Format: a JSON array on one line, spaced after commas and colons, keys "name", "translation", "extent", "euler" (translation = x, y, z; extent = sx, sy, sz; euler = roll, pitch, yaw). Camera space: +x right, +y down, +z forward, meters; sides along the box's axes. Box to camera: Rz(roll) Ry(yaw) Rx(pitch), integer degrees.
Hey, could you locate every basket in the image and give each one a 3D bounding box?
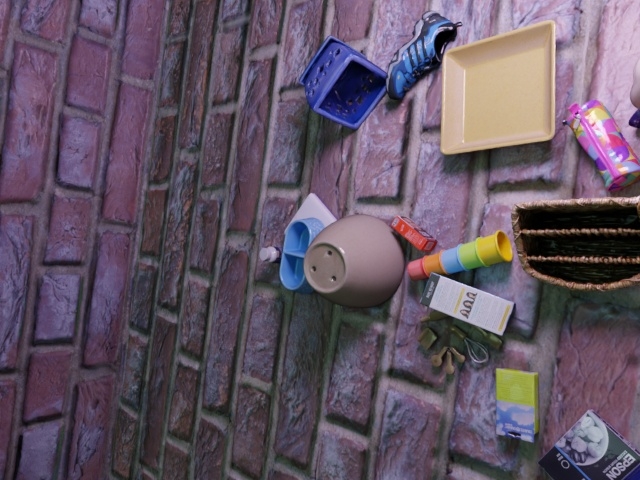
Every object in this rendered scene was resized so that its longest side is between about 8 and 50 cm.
[{"name": "basket", "translation": [0.634, 0.016, 1.210], "extent": [0.299, 0.223, 0.213], "euler": [2, 87, 42]}]

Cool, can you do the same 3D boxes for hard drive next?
[{"name": "hard drive", "translation": [0.000, 0.000, 1.909], "extent": [0.210, 0.040, 0.318], "euler": [-55, 54, 24]}]

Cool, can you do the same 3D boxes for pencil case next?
[{"name": "pencil case", "translation": [0.708, -0.240, 1.255], "extent": [0.104, 0.105, 0.236], "euler": [-37, 63, 34]}]

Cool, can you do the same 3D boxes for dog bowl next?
[{"name": "dog bowl", "translation": [-0.073, 0.056, 1.891], "extent": [0.166, 0.074, 0.296], "euler": [12, 93, 42]}]

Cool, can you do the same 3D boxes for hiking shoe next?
[{"name": "hiking shoe", "translation": [0.322, -0.591, 1.633], "extent": [0.132, 0.113, 0.303], "euler": [44, 114, 37]}]

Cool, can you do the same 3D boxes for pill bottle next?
[{"name": "pill bottle", "translation": [-0.184, 0.058, 2.015], "extent": [0.067, 0.120, 0.066], "euler": [-5, 83, 42]}]

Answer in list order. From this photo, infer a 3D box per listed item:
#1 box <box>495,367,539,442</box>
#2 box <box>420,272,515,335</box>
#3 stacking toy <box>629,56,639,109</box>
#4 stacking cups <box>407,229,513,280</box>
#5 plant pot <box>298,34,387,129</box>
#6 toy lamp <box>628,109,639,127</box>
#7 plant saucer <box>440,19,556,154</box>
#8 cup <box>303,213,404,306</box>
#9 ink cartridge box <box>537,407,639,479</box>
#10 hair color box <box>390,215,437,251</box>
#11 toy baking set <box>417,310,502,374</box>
[{"name": "box", "translation": [0.537, 0.446, 1.370], "extent": [0.109, 0.043, 0.178], "euler": [-3, 84, 43]}, {"name": "box", "translation": [0.421, 0.181, 1.444], "extent": [0.245, 0.060, 0.100], "euler": [21, 92, 26]}, {"name": "stacking toy", "translation": [0.924, -0.383, 0.994], "extent": [0.480, 0.351, 0.350], "euler": [23, 102, 23]}, {"name": "stacking cups", "translation": [0.405, 0.064, 1.501], "extent": [0.316, 0.096, 0.095], "euler": [-24, 70, 39]}, {"name": "plant pot", "translation": [0.075, -0.571, 1.783], "extent": [0.236, 0.236, 0.212], "euler": [-50, 49, 27]}, {"name": "toy lamp", "translation": [0.838, -0.206, 1.150], "extent": [0.080, 0.080, 0.274], "euler": [-47, 54, 28]}, {"name": "plant saucer", "translation": [0.520, -0.423, 1.458], "extent": [0.333, 0.081, 0.332], "euler": [-1, 85, 42]}, {"name": "cup", "translation": [0.079, 0.078, 1.659], "extent": [0.332, 0.237, 0.330], "euler": [2, 94, 33]}, {"name": "ink cartridge box", "translation": [0.682, 0.561, 1.227], "extent": [0.208, 0.045, 0.206], "euler": [45, 114, 34]}, {"name": "hair color box", "translation": [0.302, -0.023, 1.617], "extent": [0.141, 0.072, 0.043], "euler": [44, 115, 36]}, {"name": "toy baking set", "translation": [0.413, 0.291, 1.514], "extent": [0.256, 0.030, 0.196], "euler": [-33, 67, 35]}]
